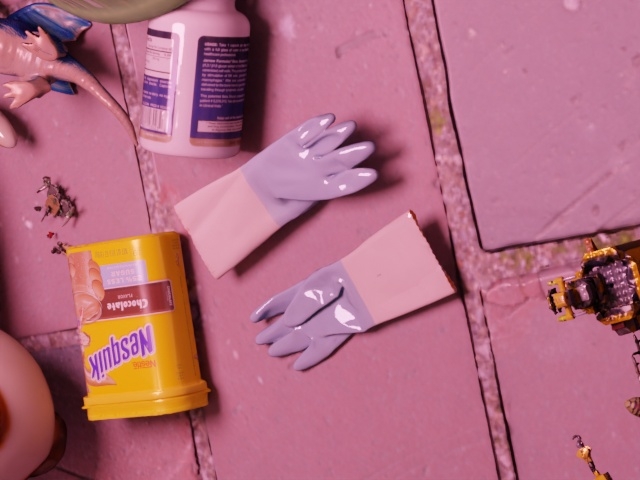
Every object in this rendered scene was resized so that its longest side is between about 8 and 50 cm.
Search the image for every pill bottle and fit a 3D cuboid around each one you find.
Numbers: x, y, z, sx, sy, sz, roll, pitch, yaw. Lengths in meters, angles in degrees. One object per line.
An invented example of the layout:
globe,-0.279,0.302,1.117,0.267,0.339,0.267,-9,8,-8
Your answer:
pill bottle,-0.113,-0.164,1.760,0.094,0.094,0.169,13,102,34

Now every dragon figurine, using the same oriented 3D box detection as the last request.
dragon figurine,-0.280,-0.185,1.882,0.289,0.144,0.085,20,107,12

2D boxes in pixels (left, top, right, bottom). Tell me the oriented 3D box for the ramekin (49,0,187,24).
ramekin,-0.204,-0.353,1.696,0.303,0.148,0.303,-6,79,32

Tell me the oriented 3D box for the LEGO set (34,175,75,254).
LEGO set,-0.261,-0.027,1.936,0.054,0.023,0.083,22,122,34

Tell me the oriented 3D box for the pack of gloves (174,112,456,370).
pack of gloves,0.000,0.000,1.749,0.232,0.046,0.195,-30,91,38

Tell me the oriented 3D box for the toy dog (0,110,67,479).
toy dog,-0.414,0.091,1.927,0.395,0.284,0.408,-31,68,-3

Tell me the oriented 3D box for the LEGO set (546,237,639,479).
LEGO set,0.291,0.125,1.452,0.255,0.192,0.331,-8,92,36

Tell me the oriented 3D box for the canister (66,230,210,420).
canister,-0.179,0.082,1.857,0.126,0.073,0.170,-9,90,36
